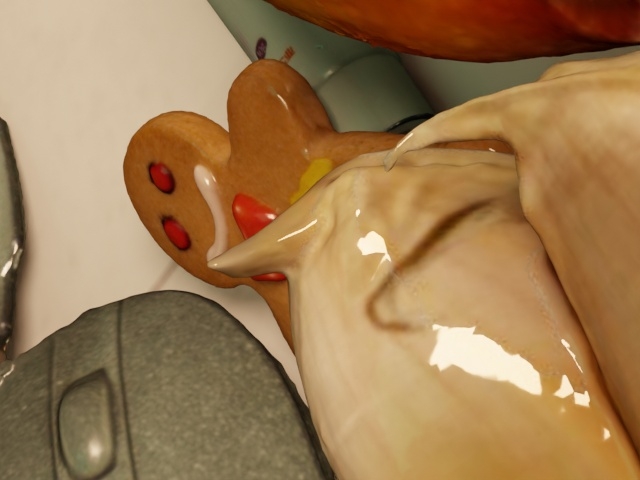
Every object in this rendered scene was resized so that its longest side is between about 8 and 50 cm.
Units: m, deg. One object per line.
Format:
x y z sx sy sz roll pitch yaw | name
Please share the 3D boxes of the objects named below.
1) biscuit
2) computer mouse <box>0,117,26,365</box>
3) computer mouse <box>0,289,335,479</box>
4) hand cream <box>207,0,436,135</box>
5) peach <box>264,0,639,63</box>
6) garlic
0.000 0.000 0.847 0.250 0.036 0.165 17 131 38 | biscuit
-0.263 0.053 1.048 0.199 0.115 0.389 -34 53 36 | computer mouse
-0.062 0.193 0.866 0.203 0.114 0.374 -27 72 12 | computer mouse
-0.044 -0.154 0.930 0.331 0.058 0.085 57 157 31 | hand cream
0.061 -0.232 0.658 0.372 0.290 0.373 -16 48 19 | peach
0.129 0.074 0.626 0.249 0.286 0.313 -23 68 -7 | garlic
